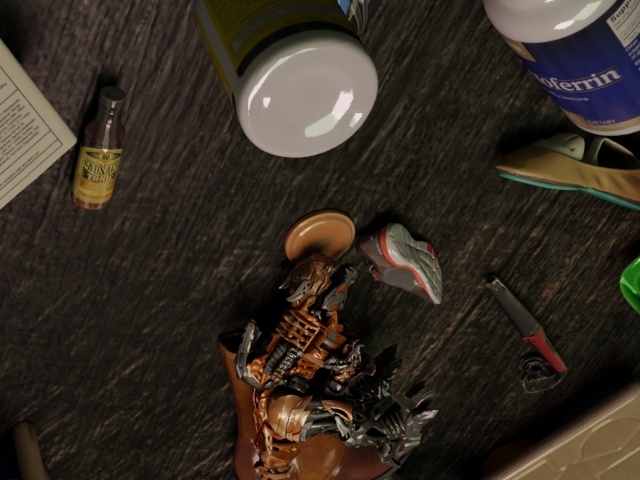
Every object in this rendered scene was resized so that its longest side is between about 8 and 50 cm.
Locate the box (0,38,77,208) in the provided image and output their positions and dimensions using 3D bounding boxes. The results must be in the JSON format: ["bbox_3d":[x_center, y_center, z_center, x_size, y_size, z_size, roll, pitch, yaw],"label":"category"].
[{"bbox_3d":[-0.331,-0.129,0.976,0.148,0.127,0.232,-43,139,-10],"label":"box"}]

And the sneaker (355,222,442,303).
[{"bbox_3d":[0.092,0.028,1.437,0.065,0.061,0.158,-13,144,27],"label":"sneaker"}]

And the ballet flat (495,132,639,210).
[{"bbox_3d":[0.295,-0.089,1.409,0.232,0.080,0.073,10,99,-36],"label":"ballet flat"}]

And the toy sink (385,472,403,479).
[{"bbox_3d":[0.069,0.414,1.713,0.153,0.131,0.234,-26,150,-43],"label":"toy sink"}]

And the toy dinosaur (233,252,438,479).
[{"bbox_3d":[-0.005,0.175,1.419,0.218,0.164,0.322,9,126,-20],"label":"toy dinosaur"}]

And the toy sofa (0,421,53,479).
[{"bbox_3d":[-0.479,0.333,1.377,0.363,0.150,0.177,-20,133,-7],"label":"toy sofa"}]

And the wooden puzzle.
[{"bbox_3d":[0.389,0.342,1.876,0.322,0.080,0.348,-34,142,10],"label":"wooden puzzle"}]

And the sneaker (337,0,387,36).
[{"bbox_3d":[0.040,-0.261,1.111,0.078,0.067,0.188,-18,141,-42],"label":"sneaker"}]

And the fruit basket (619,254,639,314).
[{"bbox_3d":[0.531,0.016,1.444,0.392,0.283,0.392,-36,164,-12],"label":"fruit basket"}]

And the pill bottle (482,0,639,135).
[{"bbox_3d":[0.247,-0.226,1.171,0.153,0.153,0.265,-38,136,13],"label":"pill bottle"}]

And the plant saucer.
[{"bbox_3d":[0.000,0.000,1.380,0.083,0.013,0.083,-14,137,-13],"label":"plant saucer"}]

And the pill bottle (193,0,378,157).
[{"bbox_3d":[-0.040,-0.177,1.035,0.119,0.208,0.119,-14,137,-13],"label":"pill bottle"}]

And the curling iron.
[{"bbox_3d":[0.269,0.127,1.624,0.068,0.035,0.274,-30,138,4],"label":"curling iron"}]

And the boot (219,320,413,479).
[{"bbox_3d":[0.005,0.191,1.550,0.264,0.096,0.280,-11,124,-14],"label":"boot"}]

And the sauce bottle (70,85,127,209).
[{"bbox_3d":[-0.210,-0.088,1.167,0.042,0.042,0.128,-2,133,-24],"label":"sauce bottle"}]
